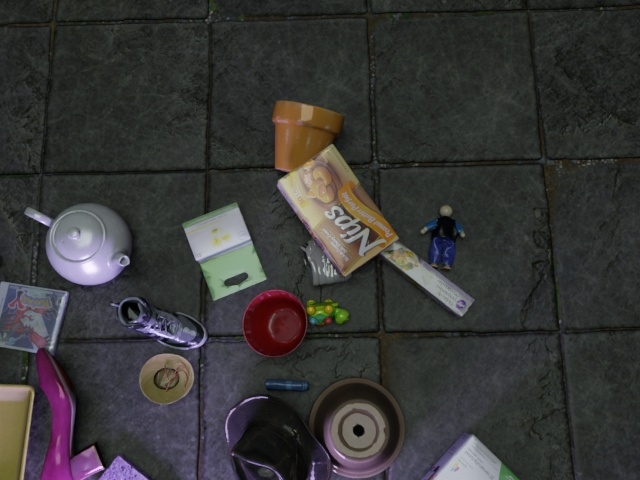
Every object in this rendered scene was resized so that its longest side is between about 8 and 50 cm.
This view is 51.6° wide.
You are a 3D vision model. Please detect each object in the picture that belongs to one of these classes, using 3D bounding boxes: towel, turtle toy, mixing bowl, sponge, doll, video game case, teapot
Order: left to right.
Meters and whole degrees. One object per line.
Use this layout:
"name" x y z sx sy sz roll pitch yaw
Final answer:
"video game case" -0.832 0.220 1.880 0.201 0.023 0.183 8 77 3
"teapot" -0.662 -0.003 1.844 0.256 0.187 0.252 -17 77 -2
"sponge" -0.492 0.680 1.760 0.210 0.031 0.117 36 80 8
"mixing bowl" -0.111 0.229 1.812 0.181 0.098 0.181 -3 78 14
"towel" -0.091 0.394 1.798 0.119 0.067 0.029 3 75 2
"turtle toy" 0.014 0.202 1.835 0.130 0.095 0.066 -3 98 2
"doll" 0.348 -0.012 1.893 0.129 0.046 0.189 10 78 3

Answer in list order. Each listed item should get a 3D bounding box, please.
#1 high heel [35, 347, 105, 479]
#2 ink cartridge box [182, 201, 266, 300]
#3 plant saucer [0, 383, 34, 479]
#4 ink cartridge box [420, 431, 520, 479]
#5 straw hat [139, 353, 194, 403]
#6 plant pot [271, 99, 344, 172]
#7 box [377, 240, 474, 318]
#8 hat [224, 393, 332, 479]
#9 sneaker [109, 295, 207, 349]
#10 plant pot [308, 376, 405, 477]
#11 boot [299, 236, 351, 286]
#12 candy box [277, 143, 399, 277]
"high heel" -0.728 0.483 1.757 0.181 0.127 0.377 -24 81 -15
"ink cartridge box" -0.274 0.030 1.896 0.171 0.056 0.235 -22 75 -4
"plant saucer" -0.934 0.552 1.776 0.333 0.081 0.332 2 77 1
"ink cartridge box" 0.362 0.666 1.697 0.201 0.117 0.278 44 82 10
"straw hat" -0.422 0.379 1.813 0.144 0.061 0.144 4 76 -15
"plant pot" -0.050 -0.284 1.902 0.205 0.205 0.188 13 94 4
"box" 0.280 0.094 1.860 0.324 0.067 0.063 39 81 8
"hat" -0.143 0.565 1.661 0.331 0.134 0.331 7 106 28
"sneaker" -0.446 0.224 1.802 0.269 0.153 0.101 19 78 6
"plant pot" 0.094 0.483 1.691 0.263 0.229 0.263 0 78 1
"boot" 0.000 0.000 1.872 0.123 0.095 0.258 -12 78 -8
"candy box" 0.045 -0.078 1.797 0.183 0.087 0.316 -35 91 -8
